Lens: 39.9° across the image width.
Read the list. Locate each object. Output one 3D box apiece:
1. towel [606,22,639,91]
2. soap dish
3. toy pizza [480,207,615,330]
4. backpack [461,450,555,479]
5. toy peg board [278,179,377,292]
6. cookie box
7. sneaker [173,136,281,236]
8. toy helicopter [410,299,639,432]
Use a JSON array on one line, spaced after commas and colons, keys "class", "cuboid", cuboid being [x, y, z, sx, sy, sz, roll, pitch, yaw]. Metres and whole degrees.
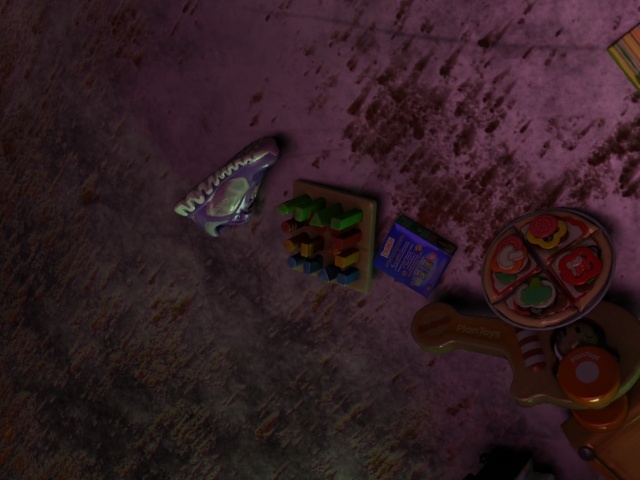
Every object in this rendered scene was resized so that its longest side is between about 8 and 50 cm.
[{"class": "towel", "cuboid": [0.512, -0.293, 1.180, 0.237, 0.021, 0.102, -37, 97, 28]}, {"class": "soap dish", "cuboid": [0.540, 0.289, 1.319, 0.229, 0.118, 0.291, 43, 120, 4]}, {"class": "toy pizza", "cuboid": [0.328, 0.036, 1.293, 0.201, 0.201, 0.032, -13, 146, 27]}, {"class": "backpack", "cuboid": [0.313, 0.466, 1.453, 0.144, 0.166, 0.188, 8, 114, 31]}, {"class": "toy peg board", "cuboid": [0.000, 0.000, 1.449, 0.161, 0.079, 0.160, 18, 115, 33]}, {"class": "cookie box", "cuboid": [0.153, 0.025, 1.435, 0.107, 0.040, 0.091, 32, 119, 10]}, {"class": "sneaker", "cuboid": [-0.140, -0.084, 1.500, 0.236, 0.095, 0.104, -34, 100, 34]}, {"class": "toy helicopter", "cuboid": [0.309, 0.136, 1.335, 0.355, 0.235, 0.140, 6, 153, 29]}]
